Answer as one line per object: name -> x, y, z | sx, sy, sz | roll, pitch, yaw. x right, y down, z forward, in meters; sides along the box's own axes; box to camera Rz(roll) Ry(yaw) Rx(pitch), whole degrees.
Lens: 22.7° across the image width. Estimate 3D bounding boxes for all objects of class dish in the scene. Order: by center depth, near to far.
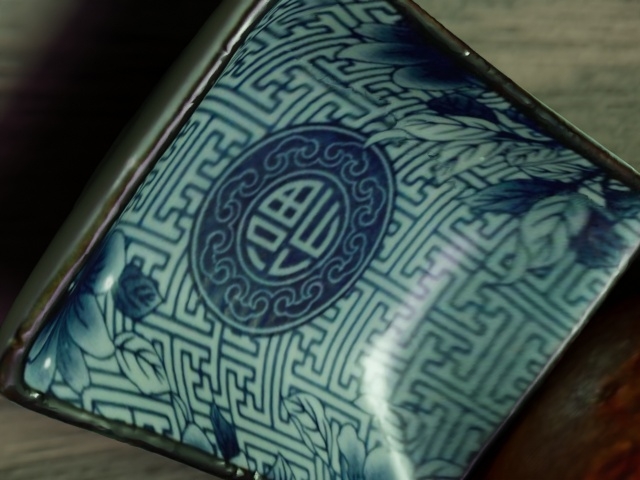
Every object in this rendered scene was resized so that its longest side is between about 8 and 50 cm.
dish -> 0.000, 0.000, 0.597 | 0.243, 0.080, 0.182 | 29, 99, -45

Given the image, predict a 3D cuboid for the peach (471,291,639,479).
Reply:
peach -> 0.208, 0.194, 0.711 | 0.388, 0.388, 0.388 | -21, 131, -27
